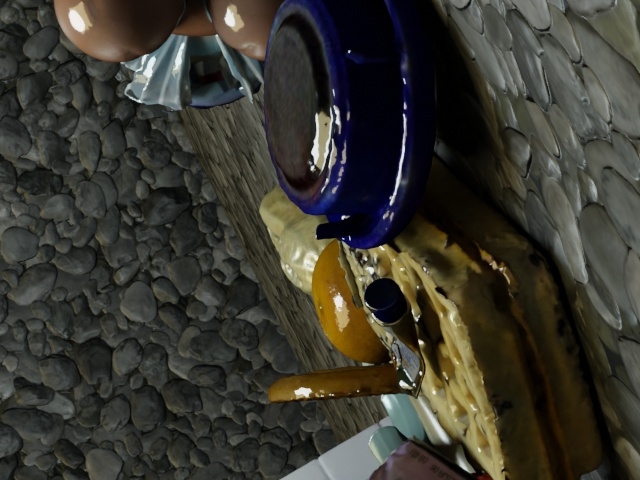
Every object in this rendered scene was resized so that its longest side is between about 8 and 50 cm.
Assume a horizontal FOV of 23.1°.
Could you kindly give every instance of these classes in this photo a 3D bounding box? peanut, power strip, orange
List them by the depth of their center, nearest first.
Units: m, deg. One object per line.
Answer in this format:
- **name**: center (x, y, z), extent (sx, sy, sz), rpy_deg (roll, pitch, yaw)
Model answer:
- **orange**: center (0.063, 0.063, 1.809), extent (0.159, 0.136, 0.159), rpy_deg (167, 90, -82)
- **power strip**: center (0.113, 0.257, 1.888), extent (0.137, 0.044, 0.216), rpy_deg (54, -167, -8)
- **peanut**: center (0.000, 0.000, 2.054), extent (0.130, 0.130, 0.290), rpy_deg (66, 173, -25)

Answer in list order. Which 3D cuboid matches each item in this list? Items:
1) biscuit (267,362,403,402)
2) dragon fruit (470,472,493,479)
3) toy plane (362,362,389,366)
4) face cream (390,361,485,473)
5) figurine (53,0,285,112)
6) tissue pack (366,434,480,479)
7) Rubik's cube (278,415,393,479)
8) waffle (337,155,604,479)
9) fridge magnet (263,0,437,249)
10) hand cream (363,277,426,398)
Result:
- **biscuit**: center (0.067, 0.157, 1.756), extent (0.262, 0.262, 0.037), rpy_deg (130, 137, -81)
- **dragon fruit**: center (0.180, 0.349, 1.689), extent (0.192, 0.274, 0.193), rpy_deg (56, -145, -18)
- **toy plane**: center (0.064, 0.134, 2.321), extent (0.226, 0.058, 0.226), rpy_deg (64, 171, -32)
- **face cream**: center (0.158, 0.214, 1.906), extent (0.137, 0.084, 0.341), rpy_deg (25, -154, -48)
- **figurine**: center (-0.140, -0.263, 1.705), extent (0.388, 0.277, 0.248), rpy_deg (104, 162, -75)
- **tissue pack**: center (0.177, 0.380, 1.491), extent (0.361, 0.122, 0.259), rpy_deg (33, 136, 23)
- **Rubik's cube**: center (0.132, 0.430, 2.038), extent (0.290, 0.291, 0.291), rpy_deg (52, 168, 54)
- **waffle**: center (0.118, 0.051, 1.511), extent (0.376, 0.114, 0.261), rpy_deg (51, 166, 56)
- **fridge magnet**: center (0.024, -0.123, 1.385), extent (0.265, 0.113, 0.265), rpy_deg (176, 90, -69)
- **hand cream**: center (0.071, 0.087, 1.451), extent (0.062, 0.039, 0.163), rpy_deg (56, 172, 32)
